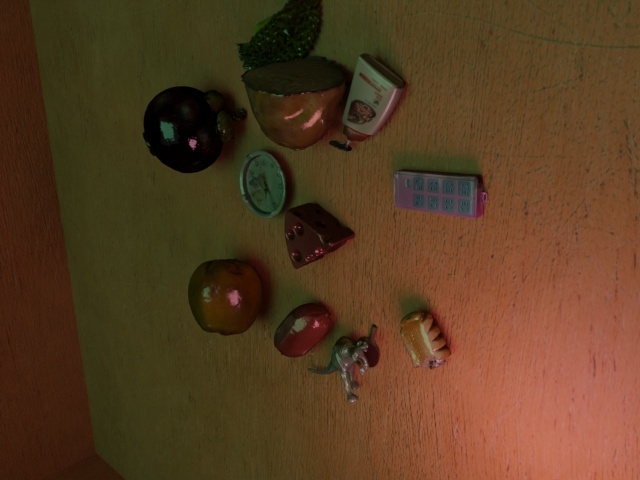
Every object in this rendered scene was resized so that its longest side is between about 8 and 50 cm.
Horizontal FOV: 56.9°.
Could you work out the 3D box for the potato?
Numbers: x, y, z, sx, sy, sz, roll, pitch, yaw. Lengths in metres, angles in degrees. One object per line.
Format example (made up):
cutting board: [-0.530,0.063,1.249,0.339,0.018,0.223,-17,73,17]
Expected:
potato: [-0.066,-0.377,1.728,0.289,0.300,0.237,-117,18,-50]

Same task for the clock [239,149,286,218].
clock: [-0.187,-0.194,2.022,0.236,0.053,0.236,14,111,39]

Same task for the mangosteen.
mangosteen: [-0.443,-0.401,2.084,0.306,0.359,0.306,159,90,-80]

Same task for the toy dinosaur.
toy dinosaur: [0.076,0.414,1.941,0.393,0.092,0.206,-18,88,63]

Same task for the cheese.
cheese: [-0.018,0.008,1.879,0.203,0.128,0.177,37,129,25]

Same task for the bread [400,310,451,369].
bread: [0.298,0.284,1.679,0.119,0.084,0.177,-28,83,44]

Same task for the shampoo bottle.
shampoo bottle: [0.114,-0.358,1.651,0.153,0.071,0.284,39,129,12]

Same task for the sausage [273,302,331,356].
sausage: [-0.069,0.308,2.012,0.148,0.148,0.254,49,130,21]

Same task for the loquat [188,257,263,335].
loquat: [-0.342,0.205,2.149,0.276,0.276,0.284,1,88,44]

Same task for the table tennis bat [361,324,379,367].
table tennis bat: [0.159,0.337,1.888,0.087,0.013,0.156,32,125,37]

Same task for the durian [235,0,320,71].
durian: [-0.127,-0.616,1.788,0.355,0.157,0.169,-29,44,38]

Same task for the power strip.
power strip: [0.308,-0.127,1.567,0.279,0.037,0.109,11,112,42]
